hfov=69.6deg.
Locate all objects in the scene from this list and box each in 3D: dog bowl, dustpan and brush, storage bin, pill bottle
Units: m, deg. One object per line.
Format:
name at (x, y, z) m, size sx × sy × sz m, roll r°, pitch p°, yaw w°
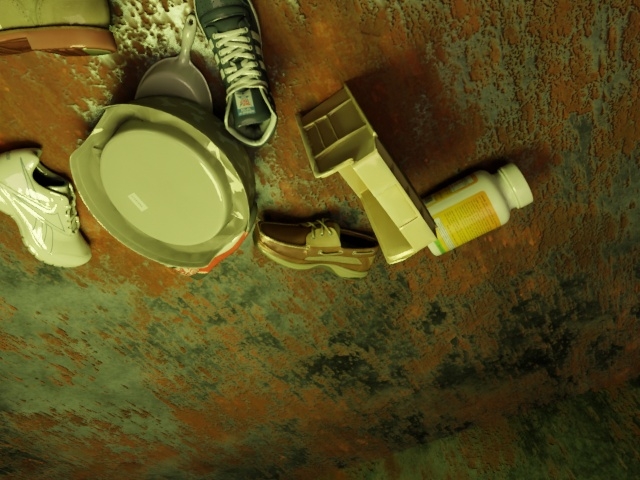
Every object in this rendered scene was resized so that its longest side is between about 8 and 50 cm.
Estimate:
dog bowl at (-0.283, -0.109, 0.871) m, size 0.348 × 0.102 × 0.349 m, roll 9°, pitch 129°, yaw 11°
dustpan and brush at (-0.253, -0.293, 0.826) m, size 0.147 × 0.060 × 0.211 m, roll 19°, pitch 134°, yaw -8°
storage bin at (0.091, -0.126, 0.891) m, size 0.123 × 0.260 × 0.262 m, roll -32°, pitch 129°, yaw 14°
pill bottle at (0.345, -0.076, 1.056) m, size 0.245 × 0.136 × 0.136 m, roll -28°, pitch 130°, yaw 16°

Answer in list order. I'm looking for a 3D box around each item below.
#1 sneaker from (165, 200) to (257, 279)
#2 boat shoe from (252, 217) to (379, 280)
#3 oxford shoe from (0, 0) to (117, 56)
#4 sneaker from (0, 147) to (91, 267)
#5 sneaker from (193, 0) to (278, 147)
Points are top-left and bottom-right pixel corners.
sneaker at (-0.271, -0.018, 1.041) m, size 0.145 × 0.090 × 0.270 m, roll 29°, pitch 125°, yaw -33°
boat shoe at (0.000, 0.000, 1.094) m, size 0.324 × 0.123 × 0.120 m, roll 14°, pitch 124°, yaw -31°
oxford shoe at (-0.497, -0.357, 0.706) m, size 0.348 × 0.123 × 0.130 m, roll -1°, pitch 106°, yaw -7°
sneaker at (-0.560, -0.058, 0.951) m, size 0.129 × 0.111 × 0.297 m, roll -19°, pitch 133°, yaw 0°
sneaker at (-0.138, -0.292, 0.770) m, size 0.099 × 0.153 × 0.282 m, roll -13°, pitch 133°, yaw 2°
